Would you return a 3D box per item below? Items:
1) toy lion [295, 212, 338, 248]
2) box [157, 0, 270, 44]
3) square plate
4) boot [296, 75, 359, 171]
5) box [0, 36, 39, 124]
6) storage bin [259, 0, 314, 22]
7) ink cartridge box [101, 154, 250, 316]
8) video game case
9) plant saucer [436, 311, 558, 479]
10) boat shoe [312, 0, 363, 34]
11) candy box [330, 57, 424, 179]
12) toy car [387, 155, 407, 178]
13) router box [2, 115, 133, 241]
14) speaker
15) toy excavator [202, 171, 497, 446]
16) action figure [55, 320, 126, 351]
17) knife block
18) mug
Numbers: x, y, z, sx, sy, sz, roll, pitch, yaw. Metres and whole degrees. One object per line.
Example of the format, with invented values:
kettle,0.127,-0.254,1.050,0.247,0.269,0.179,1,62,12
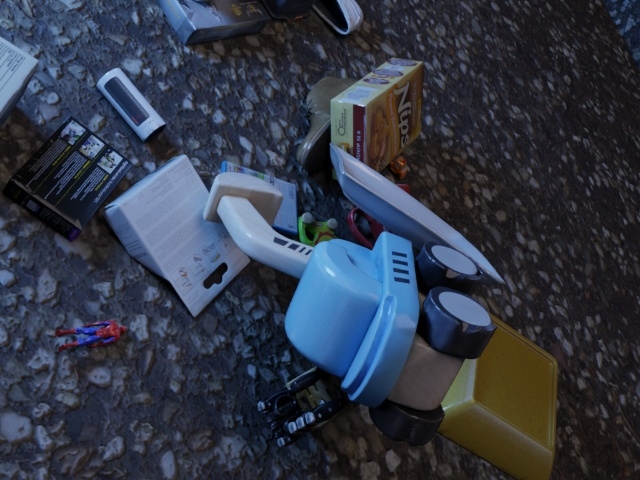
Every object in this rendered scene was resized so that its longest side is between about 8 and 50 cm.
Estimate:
toy lion,0.000,0.000,1.540,0.100,0.034,0.096,13,64,-33
box,-0.243,-0.524,1.656,0.231,0.056,0.183,-25,80,-45
square plate,0.158,-0.048,1.432,0.347,0.049,0.344,34,10,-11
boot,0.005,-0.260,1.684,0.115,0.112,0.305,22,48,12
box,-0.579,-0.260,1.162,0.232,0.127,0.149,33,47,-19
storage bin,-0.065,-0.574,1.809,0.135,0.091,0.098,-20,77,-44
ink cartridge box,-0.246,-0.007,1.342,0.189,0.066,0.232,-48,118,-46
video game case,-0.119,-0.081,1.503,0.166,0.015,0.119,17,54,-31
plant saucer,0.390,0.306,1.624,0.332,0.081,0.333,33,47,-18
boat shoe,0.003,-0.619,1.891,0.258,0.095,0.084,44,40,-6
candy box,0.130,-0.269,1.694,0.087,0.183,0.316,15,34,25
toy car,0.159,-0.167,1.766,0.122,0.040,0.060,-22,79,-45
router box,-0.409,-0.104,1.258,0.133,0.046,0.179,39,46,-14
speaker,-0.343,-0.245,1.397,0.136,0.055,0.055,51,44,-2
toy excavator,0.011,0.057,1.218,0.445,0.222,0.433,21,25,-8
action figure,-0.345,0.143,1.165,0.115,0.030,0.038,-5,72,-46
knife block,0.031,0.233,1.241,0.275,0.242,0.088,-27,81,-15
mug,0.143,-0.015,1.629,0.150,0.113,0.169,-17,75,2
